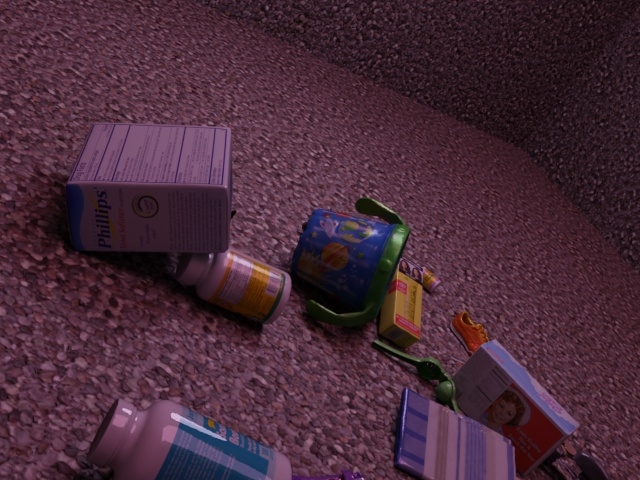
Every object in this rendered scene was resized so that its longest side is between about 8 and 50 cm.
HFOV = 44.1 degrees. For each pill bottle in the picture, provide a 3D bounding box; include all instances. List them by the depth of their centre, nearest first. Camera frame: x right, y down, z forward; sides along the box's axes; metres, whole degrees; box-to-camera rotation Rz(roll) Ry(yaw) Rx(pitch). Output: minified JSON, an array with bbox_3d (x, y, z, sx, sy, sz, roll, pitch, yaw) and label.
[{"bbox_3d":[-0.183,0.316,1.098,0.264,0.146,0.146,30,26,-15],"label":"pill bottle"},{"bbox_3d":[-0.174,0.079,1.557,0.209,0.117,0.117,25,27,-22],"label":"pill bottle"},{"bbox_3d":[0.290,0.102,2.188,0.083,0.043,0.043,42,26,14],"label":"pill bottle"}]

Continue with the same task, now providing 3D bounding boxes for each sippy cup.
[{"bbox_3d":[0.061,0.039,1.806,0.224,0.240,0.305,21,18,7],"label":"sippy cup"}]

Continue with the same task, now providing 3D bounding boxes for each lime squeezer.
[{"bbox_3d":[0.252,0.319,1.750,0.310,0.058,0.110,49,28,24],"label":"lime squeezer"}]

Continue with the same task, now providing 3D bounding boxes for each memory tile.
[{"bbox_3d":[0.551,0.472,1.913,0.148,0.012,0.113,20,30,-31],"label":"memory tile"}]

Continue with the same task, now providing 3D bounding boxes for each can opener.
[{"bbox_3d":[0.538,0.471,1.799,0.280,0.093,0.074,47,3,24],"label":"can opener"}]

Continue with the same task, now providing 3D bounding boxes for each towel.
[{"bbox_3d":[0.274,0.432,1.588,0.285,0.034,0.209,29,36,-11],"label":"towel"}]

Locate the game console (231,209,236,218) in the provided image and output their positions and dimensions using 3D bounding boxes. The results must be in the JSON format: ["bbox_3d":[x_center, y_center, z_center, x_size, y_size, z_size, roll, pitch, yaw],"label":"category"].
[{"bbox_3d":[-0.267,-0.044,1.690,0.124,0.085,0.144,34,25,-5],"label":"game console"}]

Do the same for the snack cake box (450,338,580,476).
[{"bbox_3d":[0.422,0.370,1.763,0.264,0.152,0.089,48,27,22],"label":"snack cake box"}]

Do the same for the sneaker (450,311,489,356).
[{"bbox_3d":[0.404,0.256,2.039,0.064,0.067,0.175,3,42,-52],"label":"sneaker"}]

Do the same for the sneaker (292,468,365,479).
[{"bbox_3d":[0.019,0.405,1.252,0.237,0.104,0.095,23,30,-24],"label":"sneaker"}]

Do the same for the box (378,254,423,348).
[{"bbox_3d":[0.197,0.144,1.908,0.087,0.058,0.232,33,41,-20],"label":"box"}]

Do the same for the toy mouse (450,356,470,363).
[{"bbox_3d":[0.412,0.344,1.936,0.161,0.031,0.143,19,30,-33],"label":"toy mouse"}]

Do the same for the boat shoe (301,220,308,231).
[{"bbox_3d":[0.000,0.000,2.002,0.125,0.046,0.038,45,20,0],"label":"boat shoe"}]

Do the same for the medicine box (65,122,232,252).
[{"bbox_3d":[-0.319,-0.107,1.531,0.290,0.149,0.263,1,32,-5],"label":"medicine box"}]
